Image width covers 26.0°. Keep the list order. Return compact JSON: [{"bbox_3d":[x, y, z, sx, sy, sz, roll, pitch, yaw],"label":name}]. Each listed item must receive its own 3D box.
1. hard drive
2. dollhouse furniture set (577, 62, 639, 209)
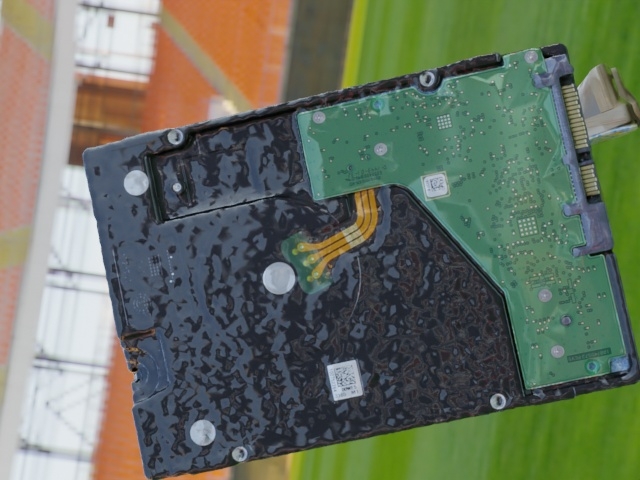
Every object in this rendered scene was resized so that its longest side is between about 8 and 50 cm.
[{"bbox_3d":[0.026,0.016,0.944,0.064,0.339,0.236,21,-124,-81],"label":"hard drive"},{"bbox_3d":[0.447,-0.097,1.413,0.256,0.362,0.394,69,-163,0],"label":"dollhouse furniture set"}]
